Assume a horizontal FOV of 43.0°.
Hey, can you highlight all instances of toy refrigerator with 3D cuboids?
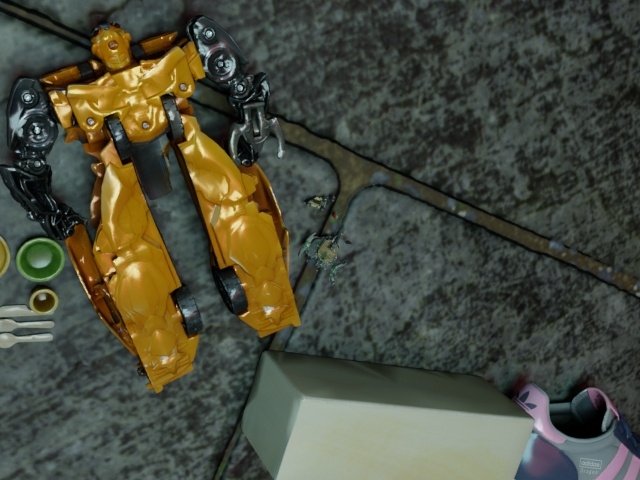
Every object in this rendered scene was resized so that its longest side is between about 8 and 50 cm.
[{"bbox_3d":[0.068,0.184,0.803,0.269,0.102,0.094,12,102,-29],"label":"toy refrigerator"}]

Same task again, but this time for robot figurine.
[{"bbox_3d":[-0.124,-0.032,0.648,0.211,0.085,0.291,-24,116,-17],"label":"robot figurine"}]

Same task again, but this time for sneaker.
[{"bbox_3d":[0.336,0.241,0.942,0.319,0.112,0.131,11,105,-29],"label":"sneaker"}]

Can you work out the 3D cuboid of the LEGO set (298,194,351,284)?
[{"bbox_3d":[0.002,-0.001,0.757,0.054,0.023,0.083,6,91,-29],"label":"LEGO set"}]

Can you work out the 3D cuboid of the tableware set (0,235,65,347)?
[{"bbox_3d":[-0.281,0.042,0.634,0.154,0.024,0.104,1,107,-25],"label":"tableware set"}]
